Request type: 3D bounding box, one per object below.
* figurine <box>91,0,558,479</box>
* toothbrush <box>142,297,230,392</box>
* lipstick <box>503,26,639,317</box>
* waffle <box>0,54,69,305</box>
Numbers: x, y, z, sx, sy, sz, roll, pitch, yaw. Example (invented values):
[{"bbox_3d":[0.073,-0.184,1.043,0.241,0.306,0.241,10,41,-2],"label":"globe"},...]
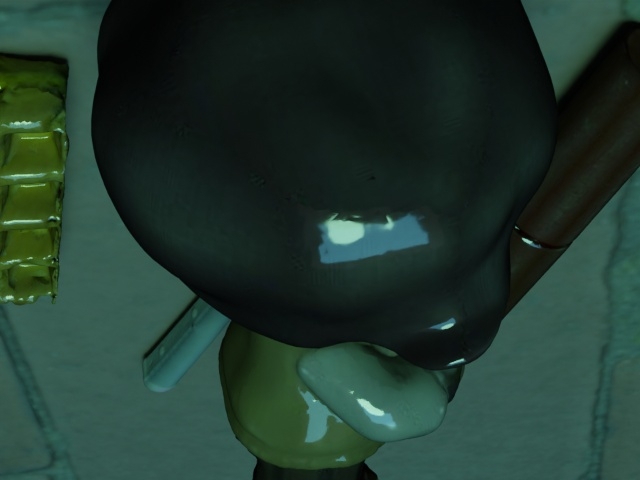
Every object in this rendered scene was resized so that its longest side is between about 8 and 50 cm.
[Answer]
[{"bbox_3d":[0.020,0.003,0.711,0.206,0.218,0.365,-9,138,6],"label":"figurine"},{"bbox_3d":[-0.022,-0.004,0.865,0.030,0.025,0.342,17,135,-30],"label":"toothbrush"},{"bbox_3d":[0.106,0.012,0.878,0.057,0.057,0.357,13,137,-23],"label":"lipstick"},{"bbox_3d":[-0.242,-0.034,0.772,0.211,0.055,0.160,4,141,-11],"label":"waffle"}]
